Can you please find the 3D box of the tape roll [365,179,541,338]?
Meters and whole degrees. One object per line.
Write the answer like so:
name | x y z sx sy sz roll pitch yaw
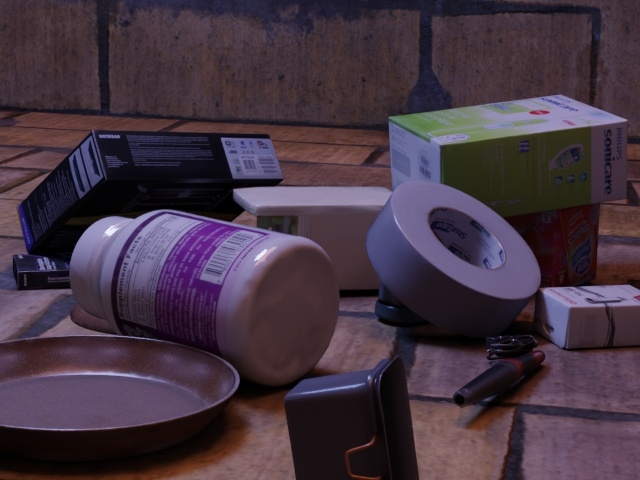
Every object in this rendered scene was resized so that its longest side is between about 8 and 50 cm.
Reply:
tape roll | 0.167 0.022 1.797 0.219 0.072 0.219 23 31 -15

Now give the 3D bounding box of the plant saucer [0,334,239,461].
plant saucer | -0.235 0.156 1.402 0.310 0.050 0.310 2 11 0

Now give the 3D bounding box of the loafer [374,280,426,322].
loafer | 0.180 0.051 1.895 0.096 0.084 0.267 12 15 42

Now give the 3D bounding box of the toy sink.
toy sink | 0.000 0.000 2.003 0.234 0.131 0.153 -1 11 -16

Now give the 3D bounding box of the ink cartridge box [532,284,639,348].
ink cartridge box | 0.347 0.094 1.778 0.135 0.056 0.099 -1 13 -17

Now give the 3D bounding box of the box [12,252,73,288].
box | -0.348 0.040 2.001 0.162 0.029 0.116 -3 12 -16

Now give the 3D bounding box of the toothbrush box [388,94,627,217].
toothbrush box | 0.264 -0.119 2.026 0.283 0.122 0.206 -7 18 -16

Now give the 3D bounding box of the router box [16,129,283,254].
router box | -0.247 -0.068 2.066 0.309 0.081 0.243 -2 -24 -41

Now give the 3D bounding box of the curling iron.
curling iron | 0.190 0.146 1.552 0.068 0.035 0.274 2 10 20

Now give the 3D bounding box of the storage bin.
storage bin | 0.023 0.173 1.185 0.091 0.135 0.098 -6 9 18

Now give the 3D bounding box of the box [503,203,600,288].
box | 0.276 -0.014 2.116 0.257 0.128 0.122 13 19 42

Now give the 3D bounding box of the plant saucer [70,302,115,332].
plant saucer | -0.219 0.079 1.816 0.198 0.036 0.198 3 12 -1

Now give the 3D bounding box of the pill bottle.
pill bottle | -0.141 0.056 1.613 0.301 0.169 0.169 12 15 39
